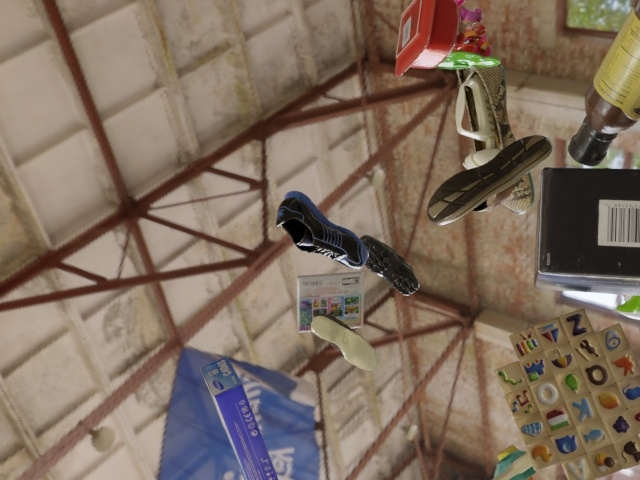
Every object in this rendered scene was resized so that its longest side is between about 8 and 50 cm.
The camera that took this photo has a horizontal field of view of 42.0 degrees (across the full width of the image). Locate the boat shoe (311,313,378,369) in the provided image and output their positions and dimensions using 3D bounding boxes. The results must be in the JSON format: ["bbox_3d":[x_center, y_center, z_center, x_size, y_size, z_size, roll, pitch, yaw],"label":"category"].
[{"bbox_3d":[0.044,0.169,1.414,0.049,0.133,0.042,-56,-6,10],"label":"boat shoe"}]

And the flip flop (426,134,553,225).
[{"bbox_3d":[0.337,-0.107,1.636,0.277,0.112,0.080,-33,-57,4],"label":"flip flop"}]

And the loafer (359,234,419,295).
[{"bbox_3d":[0.171,0.057,2.152,0.223,0.076,0.078,41,-156,-27],"label":"loafer"}]

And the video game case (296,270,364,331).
[{"bbox_3d":[0.023,0.143,1.942,0.157,0.019,0.143,-4,-66,-8],"label":"video game case"}]

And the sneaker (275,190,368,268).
[{"bbox_3d":[0.000,0.000,1.727,0.232,0.081,0.090,38,-134,-18],"label":"sneaker"}]

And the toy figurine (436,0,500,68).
[{"bbox_3d":[0.341,-0.498,1.968,0.130,0.173,0.159,155,116,-81],"label":"toy figurine"}]

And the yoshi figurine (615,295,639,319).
[{"bbox_3d":[0.791,0.051,1.942,0.202,0.362,0.203,-21,-13,-23],"label":"yoshi figurine"}]

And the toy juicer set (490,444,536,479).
[{"bbox_3d":[0.483,0.513,1.899,0.209,0.090,0.329,-38,-13,19],"label":"toy juicer set"}]

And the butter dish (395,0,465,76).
[{"bbox_3d":[0.223,-0.400,1.610,0.118,0.160,0.160,14,-108,-16],"label":"butter dish"}]

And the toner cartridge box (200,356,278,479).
[{"bbox_3d":[-0.185,0.468,1.999,0.075,0.165,0.348,-22,-69,-13],"label":"toner cartridge box"}]

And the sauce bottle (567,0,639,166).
[{"bbox_3d":[0.527,-0.271,1.432,0.111,0.111,0.344,-45,-18,-35],"label":"sauce bottle"}]

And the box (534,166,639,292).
[{"bbox_3d":[0.518,-0.004,1.409,0.294,0.296,0.183,29,-115,-74],"label":"box"}]

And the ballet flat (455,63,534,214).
[{"bbox_3d":[0.478,-0.303,2.416,0.181,0.164,0.483,-4,-102,-29],"label":"ballet flat"}]

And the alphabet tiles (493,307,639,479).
[{"bbox_3d":[0.545,0.332,1.764,0.011,0.285,0.343,28,-140,-80],"label":"alphabet tiles"}]
